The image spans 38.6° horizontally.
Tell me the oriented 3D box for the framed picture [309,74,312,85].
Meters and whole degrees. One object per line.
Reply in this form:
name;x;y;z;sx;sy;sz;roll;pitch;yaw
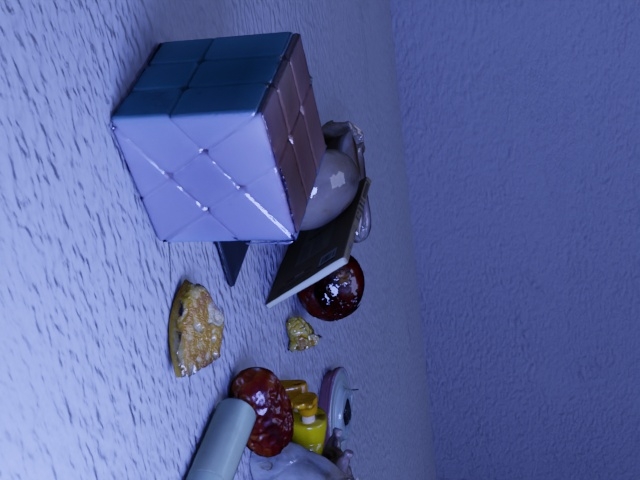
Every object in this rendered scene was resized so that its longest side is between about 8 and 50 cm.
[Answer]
framed picture;-0.055;-0.307;2.081;0.274;0.017;0.217;11;79;-76

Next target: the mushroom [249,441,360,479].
mushroom;-0.026;0.441;1.733;0.092;0.223;0.081;-51;150;-50

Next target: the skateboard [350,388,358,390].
skateboard;0.078;0.399;2.536;0.083;0.032;0.063;29;51;-71

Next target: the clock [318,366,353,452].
clock;0.046;0.446;2.341;0.244;0.056;0.244;-2;90;-76

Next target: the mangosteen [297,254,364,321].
mangosteen;0.021;0.107;2.097;0.180;0.166;0.166;130;-36;-74

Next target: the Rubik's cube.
Rubik's cube;-0.136;-0.147;1.321;0.224;0.231;0.221;-73;156;-47

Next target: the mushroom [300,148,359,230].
mushroom;-0.030;-0.126;1.887;0.204;0.204;0.204;-1;90;-76

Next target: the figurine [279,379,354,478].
figurine;-0.014;0.465;1.881;0.215;0.187;0.343;-94;172;-76

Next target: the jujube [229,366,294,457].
jujube;-0.104;0.308;1.655;0.112;0.109;0.176;-132;-155;-56

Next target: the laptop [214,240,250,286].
laptop;-0.156;-0.020;1.662;0.180;0.016;0.129;-73;157;-49

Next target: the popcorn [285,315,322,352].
popcorn;-0.034;0.206;1.999;0.084;0.084;0.084;-1;90;-76

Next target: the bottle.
bottle;-0.164;0.349;1.482;0.201;0.072;0.072;-69;154;-55

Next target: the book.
book;0.000;0.000;1.920;0.021;0.217;0.310;46;32;-18

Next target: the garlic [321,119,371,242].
garlic;0.062;-0.126;2.298;0.279;0.132;0.324;57;32;-64

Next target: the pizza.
pizza;-0.195;0.140;1.411;0.099;0.036;0.160;29;56;-47
